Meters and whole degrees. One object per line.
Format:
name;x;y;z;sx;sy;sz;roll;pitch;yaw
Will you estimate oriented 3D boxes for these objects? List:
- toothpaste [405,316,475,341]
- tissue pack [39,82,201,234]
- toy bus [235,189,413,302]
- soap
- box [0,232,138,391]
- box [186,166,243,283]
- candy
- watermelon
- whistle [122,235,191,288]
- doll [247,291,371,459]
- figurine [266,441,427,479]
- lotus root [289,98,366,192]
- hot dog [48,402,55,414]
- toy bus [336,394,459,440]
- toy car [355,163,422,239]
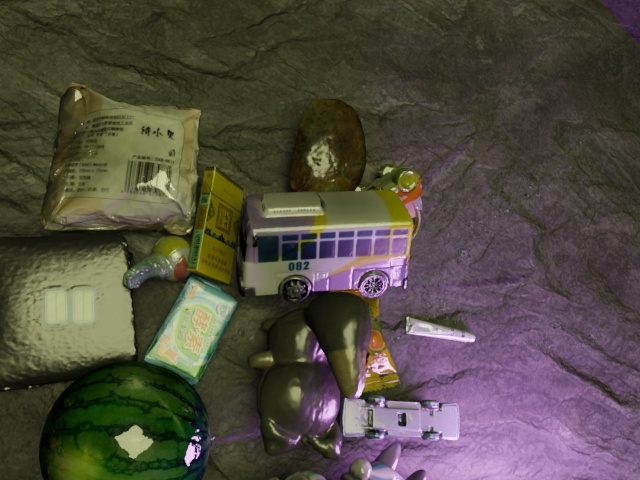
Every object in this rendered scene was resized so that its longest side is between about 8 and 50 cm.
toothpaste;0.355;0.268;1.692;0.218;0.033;0.052;12;69;-11
tissue pack;-0.495;-0.198;1.457;0.375;0.195;0.390;7;74;-12
toy bus;0.000;0.000;1.485;0.439;0.209;0.250;-3;121;-9
soap;-0.329;0.233;1.460;0.156;0.077;0.293;28;70;-9
box;-0.626;0.162;1.380;0.350;0.091;0.360;-5;78;-17
box;-0.274;-0.036;1.515;0.040;0.153;0.279;0;73;25
candy;0.119;0.264;1.575;0.187;0.081;0.298;1;72;-38
watermelon;-0.412;0.434;1.249;0.363;0.363;0.364;4;75;-16
whistle;-0.394;0.064;1.437;0.123;0.123;0.223;55;40;1
doll;-0.033;0.325;1.373;0.252;0.379;0.383;1;66;-18
figurine;0.074;0.625;1.416;0.361;0.266;0.377;58;43;-12
lotus root;0.026;-0.260;1.641;0.209;0.142;0.314;3;67;5
hot dog;-0.586;0.392;1.364;0.122;0.037;0.049;-19;71;-26
toy bus;0.200;0.476;1.532;0.329;0.136;0.109;8;72;-15
toy car;0.214;-0.093;1.686;0.235;0.145;0.235;-4;104;-18
